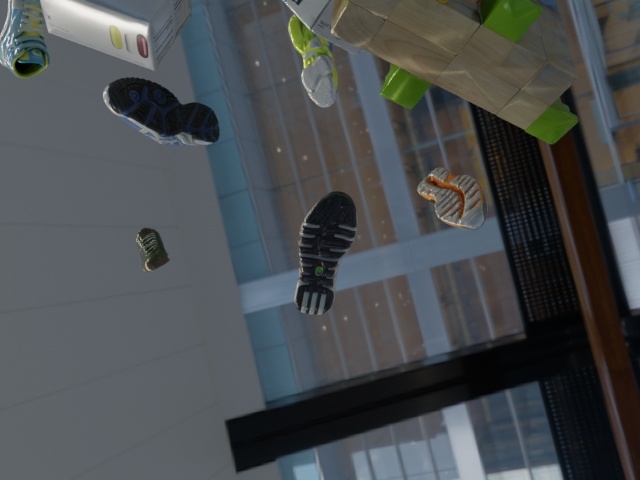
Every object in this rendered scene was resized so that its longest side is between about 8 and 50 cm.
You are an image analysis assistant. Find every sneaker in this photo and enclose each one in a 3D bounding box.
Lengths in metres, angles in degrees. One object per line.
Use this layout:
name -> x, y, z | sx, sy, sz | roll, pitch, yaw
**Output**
sneaker -> 0.235, -0.061, 1.130 | 0.083, 0.084, 0.215 | 45, -170, -20
sneaker -> -0.240, -0.175, 0.987 | 0.211, 0.081, 0.080 | 18, -115, -59
sneaker -> 0.000, 0.000, 1.381 | 0.162, 0.107, 0.281 | -91, 15, -60
sneaker -> 0.007, -0.441, 1.643 | 0.126, 0.091, 0.239 | -15, -91, -59
sneaker -> -0.387, 0.015, 1.518 | 0.086, 0.064, 0.192 | 64, 172, -11
sneaker -> -0.852, -0.628, 1.999 | 0.127, 0.318, 0.208 | 3, -148, -45

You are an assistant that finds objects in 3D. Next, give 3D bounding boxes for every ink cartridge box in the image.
ink cartridge box -> 0.001, -0.402, 1.118 | 0.128, 0.072, 0.175 | 9, -143, -50

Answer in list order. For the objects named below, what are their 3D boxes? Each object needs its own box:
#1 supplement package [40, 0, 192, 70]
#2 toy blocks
supplement package -> -0.448, -0.533, 1.491 | 0.145, 0.262, 0.203 | 105, -174, -59
toy blocks -> 0.170, -0.316, 0.875 | 0.382, 0.190, 0.260 | 22, -132, -17
